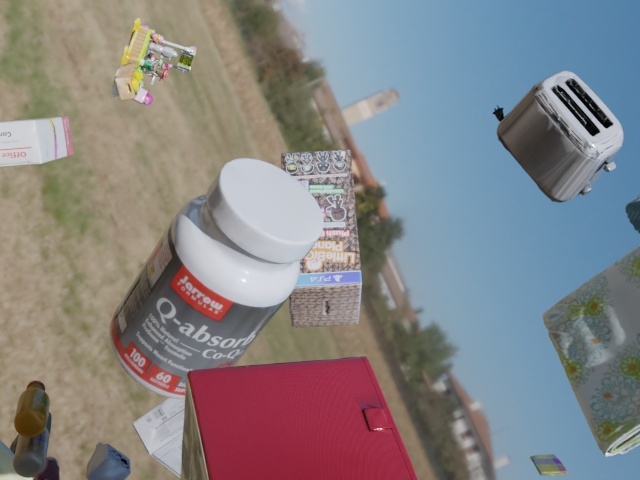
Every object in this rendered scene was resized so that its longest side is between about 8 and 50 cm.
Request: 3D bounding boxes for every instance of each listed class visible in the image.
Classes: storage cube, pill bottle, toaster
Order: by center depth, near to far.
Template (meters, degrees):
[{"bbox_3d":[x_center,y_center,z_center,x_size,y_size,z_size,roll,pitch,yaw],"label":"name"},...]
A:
[{"bbox_3d":[-0.031,0.249,0.947,0.215,0.193,0.184,-111,-156,-49],"label":"storage cube"},{"bbox_3d":[-0.160,0.060,1.444,0.210,0.363,0.210,24,36,-19],"label":"pill bottle"},{"bbox_3d":[0.413,-0.190,1.646,0.227,0.129,0.146,54,-36,14],"label":"toaster"}]

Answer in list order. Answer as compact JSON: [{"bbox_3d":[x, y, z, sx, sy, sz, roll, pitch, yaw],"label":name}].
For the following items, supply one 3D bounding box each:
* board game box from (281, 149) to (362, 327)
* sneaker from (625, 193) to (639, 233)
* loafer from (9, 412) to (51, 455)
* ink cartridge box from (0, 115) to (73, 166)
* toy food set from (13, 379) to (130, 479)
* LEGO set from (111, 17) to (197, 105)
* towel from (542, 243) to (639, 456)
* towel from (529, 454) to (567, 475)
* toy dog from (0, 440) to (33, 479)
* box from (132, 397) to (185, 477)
[{"bbox_3d":[0.000,0.000,1.908,0.232,0.141,0.291,89,-2,-67],"label":"board game box"},{"bbox_3d":[0.482,-0.047,1.132,0.228,0.092,0.087,11,-42,54],"label":"sneaker"},{"bbox_3d":[-0.579,0.401,1.843,0.061,0.170,0.062,23,-5,39],"label":"loafer"},{"bbox_3d":[-0.460,-0.148,1.429,0.198,0.115,0.067,-78,163,-80],"label":"ink cartridge box"},{"bbox_3d":[-0.320,0.294,1.247,0.232,0.111,0.104,41,6,-20],"label":"toy food set"},{"bbox_3d":[-0.262,-0.279,1.525,0.287,0.107,0.132,-139,-114,-77],"label":"LEGO set"},{"bbox_3d":[0.637,0.210,1.914,0.090,0.320,0.374,28,34,-39],"label":"towel"},{"bbox_3d":[0.472,0.466,1.965,0.083,0.060,0.009,-110,-161,-76],"label":"towel"},{"bbox_3d":[-0.621,0.566,1.645,0.395,0.408,0.285,39,46,-15],"label":"toy dog"},{"bbox_3d":[-0.291,0.443,2.155,0.087,0.169,0.290,52,-8,28],"label":"box"}]
